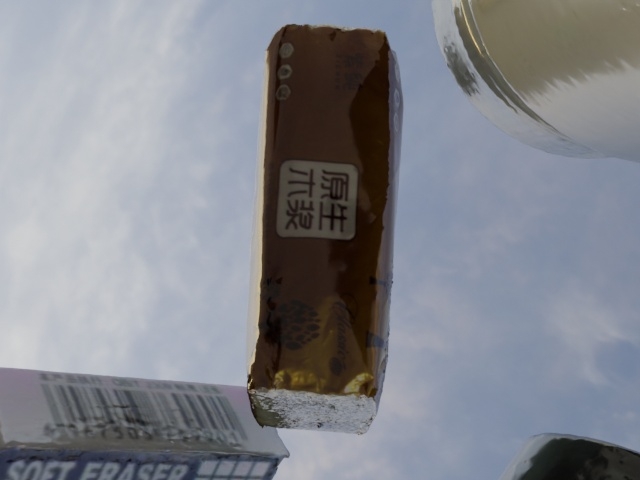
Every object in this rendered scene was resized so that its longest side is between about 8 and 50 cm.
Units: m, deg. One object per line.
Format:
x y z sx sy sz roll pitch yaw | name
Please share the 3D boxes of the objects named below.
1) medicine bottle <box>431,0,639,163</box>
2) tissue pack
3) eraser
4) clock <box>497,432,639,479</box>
0.174 -0.139 0.490 0.211 0.371 0.211 0 -89 -5 | medicine bottle
0.000 0.000 0.722 0.091 0.183 0.226 6 -106 -1 | tissue pack
-0.171 0.154 0.745 0.130 0.287 0.086 -58 -136 22 | eraser
0.219 0.199 0.619 0.280 0.280 0.055 22 -109 33 | clock
